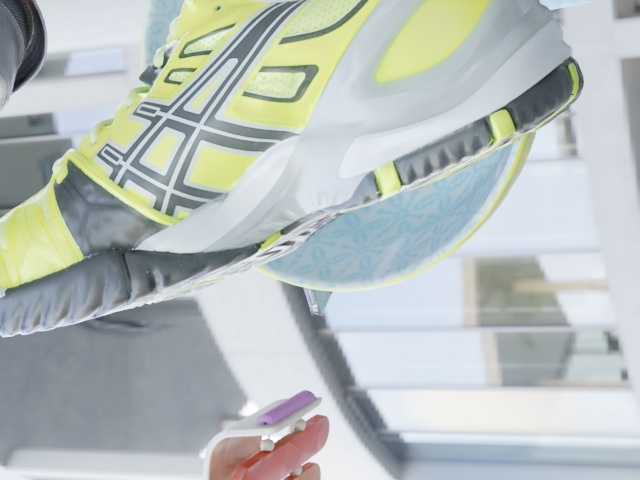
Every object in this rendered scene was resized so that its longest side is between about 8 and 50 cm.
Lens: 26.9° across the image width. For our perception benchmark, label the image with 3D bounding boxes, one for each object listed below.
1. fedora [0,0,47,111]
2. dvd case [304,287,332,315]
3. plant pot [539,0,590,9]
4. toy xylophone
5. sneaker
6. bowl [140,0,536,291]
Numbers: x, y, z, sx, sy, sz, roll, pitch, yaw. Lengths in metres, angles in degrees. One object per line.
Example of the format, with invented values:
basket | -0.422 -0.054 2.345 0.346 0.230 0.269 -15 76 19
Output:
fedora | -0.420 -0.200 1.373 0.275 0.243 0.124 26 -140 -31
dvd case | 0.000 0.000 1.248 0.119 0.013 0.087 74 -149 -43
plant pot | 0.251 -0.385 1.395 0.165 0.165 0.234 -35 -76 -14
toy xylophone | -0.051 0.305 1.428 0.236 0.081 0.323 -35 -51 -58
sneaker | -0.053 -0.059 0.747 0.147 0.384 0.145 66 -165 2
bowl | 0.035 -0.121 0.928 0.156 0.289 0.290 -20 -74 -62
